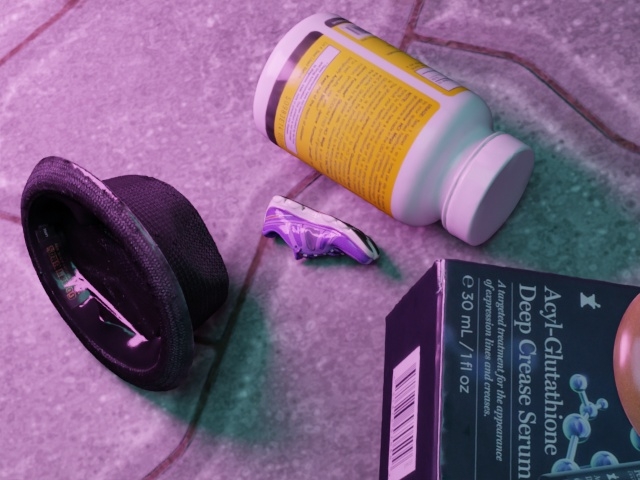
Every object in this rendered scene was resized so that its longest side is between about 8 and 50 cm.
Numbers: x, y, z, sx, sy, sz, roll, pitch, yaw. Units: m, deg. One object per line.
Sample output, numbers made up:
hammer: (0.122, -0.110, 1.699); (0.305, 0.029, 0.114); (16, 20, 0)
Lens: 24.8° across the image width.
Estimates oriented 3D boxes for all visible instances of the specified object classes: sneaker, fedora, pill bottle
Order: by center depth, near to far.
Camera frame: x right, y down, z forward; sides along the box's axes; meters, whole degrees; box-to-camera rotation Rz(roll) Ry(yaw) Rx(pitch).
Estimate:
fedora: (-0.230, 0.021, 1.843); (0.152, 0.334, 0.334); (-31, 61, -35)
pill bottle: (0.094, -0.136, 1.843); (0.334, 0.188, 0.188); (33, 79, 22)
sneaker: (0.000, 0.000, 1.888); (0.170, 0.068, 0.071); (22, 90, 28)

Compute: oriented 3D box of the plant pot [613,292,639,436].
plant pot: (0.417, 0.137, 1.504); (0.236, 0.032, 0.236); (5, 69, -13)

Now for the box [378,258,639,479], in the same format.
box: (0.278, 0.213, 1.572); (0.395, 0.212, 0.293); (8, 67, -12)
